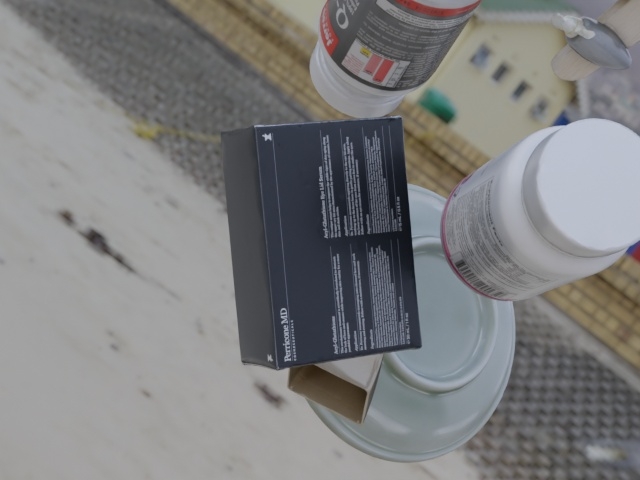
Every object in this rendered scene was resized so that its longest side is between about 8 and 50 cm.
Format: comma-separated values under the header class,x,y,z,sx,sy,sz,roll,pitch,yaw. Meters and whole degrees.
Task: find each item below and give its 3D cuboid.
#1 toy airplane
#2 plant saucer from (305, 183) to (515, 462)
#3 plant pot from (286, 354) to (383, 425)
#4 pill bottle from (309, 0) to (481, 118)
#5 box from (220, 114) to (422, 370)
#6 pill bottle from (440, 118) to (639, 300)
class,x,y,z,sx,sy,sz,roll,pitch,yaw
toy airplane,0.572,-0.429,2.391,0.384,0.386,0.272,4,28,8
plant saucer,0.137,0.106,2.041,0.400,0.400,0.100,35,-26,-22
plant pot,0.030,0.150,1.835,0.109,0.096,0.109,26,-28,11
pill bottle,0.116,-0.356,2.296,0.210,0.210,0.363,37,-34,3
box,0.000,0.000,1.616,0.184,0.261,0.103,-6,2,-29
pill bottle,0.242,-0.031,1.556,0.160,0.160,0.283,36,-16,-5
